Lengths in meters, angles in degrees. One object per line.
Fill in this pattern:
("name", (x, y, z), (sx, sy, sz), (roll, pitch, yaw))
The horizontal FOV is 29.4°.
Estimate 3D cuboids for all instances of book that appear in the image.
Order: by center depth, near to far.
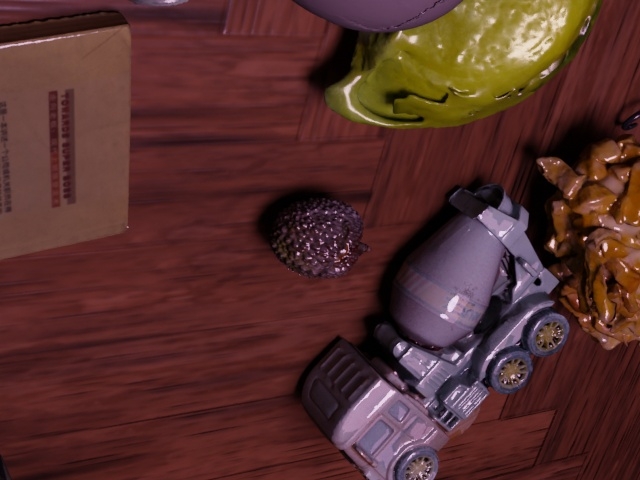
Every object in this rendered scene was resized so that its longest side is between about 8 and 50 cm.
("book", (-0.226, -0.052, 0.748), (0.230, 0.026, 0.161), (-13, 130, -28))

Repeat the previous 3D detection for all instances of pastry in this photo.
("pastry", (0.258, 0.009, 1.074), (0.154, 0.102, 0.250), (-58, 145, -11))

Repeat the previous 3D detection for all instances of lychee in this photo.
("lychee", (0.000, 0.000, 0.921), (0.083, 0.068, 0.067), (16, 132, -25))

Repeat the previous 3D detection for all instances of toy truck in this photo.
("toy truck", (0.094, 0.080, 1.031), (0.257, 0.108, 0.140), (-46, 124, 0))

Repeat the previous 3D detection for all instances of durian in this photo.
("durian", (0.118, -0.169, 0.861), (0.139, 0.101, 0.250), (34, 100, -12))

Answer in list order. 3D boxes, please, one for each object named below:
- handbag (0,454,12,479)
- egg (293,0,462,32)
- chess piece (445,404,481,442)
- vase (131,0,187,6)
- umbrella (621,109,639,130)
("handbag", (-0.384, 0.271, 0.783), (0.416, 0.180, 0.317), (-19, 135, -15))
("egg", (0.025, -0.202, 0.725), (0.198, 0.146, 0.146), (14, 113, -49))
("chess piece", (0.112, 0.155, 1.144), (0.083, 0.038, 0.084), (-21, 133, -25))
("vase", (-0.088, -0.236, 0.672), (0.086, 0.086, 0.214), (-16, 134, -26))
("umbrella", (0.382, -0.152, 1.105), (0.269, 0.044, 0.044), (-24, 161, -21))
